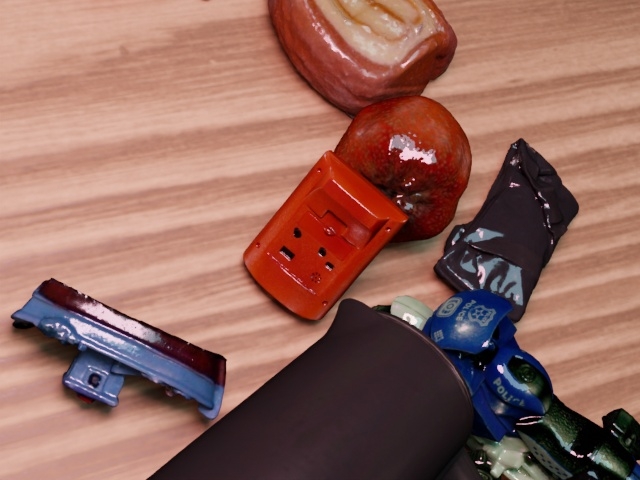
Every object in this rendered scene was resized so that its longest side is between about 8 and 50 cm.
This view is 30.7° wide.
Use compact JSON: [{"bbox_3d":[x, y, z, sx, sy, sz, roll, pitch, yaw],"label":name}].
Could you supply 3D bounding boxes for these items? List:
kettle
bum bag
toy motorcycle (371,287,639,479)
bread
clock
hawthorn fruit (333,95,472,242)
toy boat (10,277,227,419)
[{"bbox_3d":[0.015,0.241,1.105,0.262,0.203,0.308,42,56,14],"label":"kettle"},{"bbox_3d":[0.230,-0.014,1.380,0.123,0.060,0.248,37,59,-3],"label":"bum bag"},{"bbox_3d":[0.193,0.165,1.214,0.331,0.196,0.125,41,60,-1],"label":"toy motorcycle"},{"bbox_3d":[0.034,-0.264,1.369,0.244,0.123,0.190,46,61,2],"label":"bread"},{"bbox_3d":[0.000,0.000,1.231,0.113,0.155,0.061,40,21,2],"label":"clock"},{"bbox_3d":[0.097,-0.091,1.313,0.157,0.157,0.194,38,40,-4],"label":"hawthorn fruit"},{"bbox_3d":[-0.196,0.118,1.136,0.223,0.100,0.097,27,86,-11],"label":"toy boat"}]
